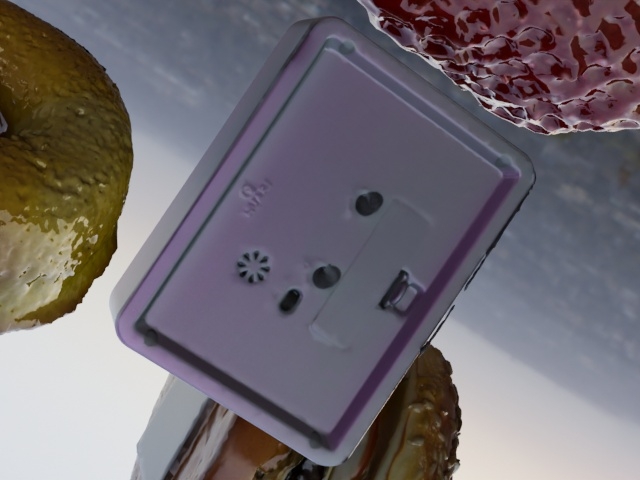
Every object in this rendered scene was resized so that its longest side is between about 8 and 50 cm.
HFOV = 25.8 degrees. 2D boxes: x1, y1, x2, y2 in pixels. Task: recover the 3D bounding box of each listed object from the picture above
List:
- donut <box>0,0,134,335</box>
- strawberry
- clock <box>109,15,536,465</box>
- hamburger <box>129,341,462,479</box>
[{"bbox_3d":[-0.165,-0.051,0.613,0.190,0.075,0.174,38,-141,2],"label":"donut"},{"bbox_3d":[0.116,-0.163,0.810,0.244,0.205,0.205,1,-160,-35],"label":"strawberry"},{"bbox_3d":[0.000,0.000,0.743,0.150,0.197,0.063,34,180,-17],"label":"clock"},{"bbox_3d":[-0.014,0.169,1.141,0.225,0.291,0.291,28,-178,-14],"label":"hamburger"}]
